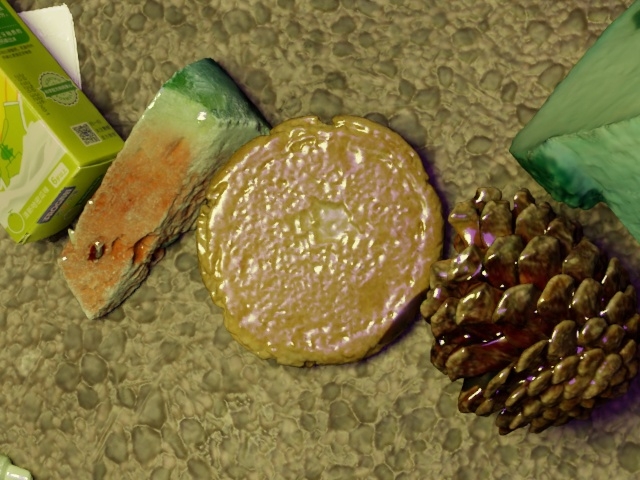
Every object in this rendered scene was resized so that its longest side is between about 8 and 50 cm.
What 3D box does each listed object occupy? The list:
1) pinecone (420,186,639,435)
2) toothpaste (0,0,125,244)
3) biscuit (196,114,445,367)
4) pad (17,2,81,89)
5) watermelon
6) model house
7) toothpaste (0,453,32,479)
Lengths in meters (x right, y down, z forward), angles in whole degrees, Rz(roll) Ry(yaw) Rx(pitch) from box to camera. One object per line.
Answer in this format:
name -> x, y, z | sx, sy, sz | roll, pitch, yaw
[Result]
pinecone -> 0.167, 0.056, 1.620 | 0.179, 0.184, 0.204 | -31, 78, -9
toothpaste -> -0.310, -0.152, 1.735 | 0.327, 0.077, 0.110 | 50, 125, 10
biscuit -> 0.000, 0.000, 1.701 | 0.226, 0.042, 0.226 | 0, 94, -4
pad -> -0.327, -0.121, 1.799 | 0.232, 0.004, 0.156 | -9, 83, 7
watermelon -> -0.150, -0.038, 1.712 | 0.094, 0.154, 0.241 | 41, 104, 10
model house -> 0.390, -0.070, 1.602 | 0.329, 0.252, 0.295 | 46, 65, -11
toothpaste -> -0.348, 0.191, 1.760 | 0.197, 0.029, 0.048 | 12, 84, 12
